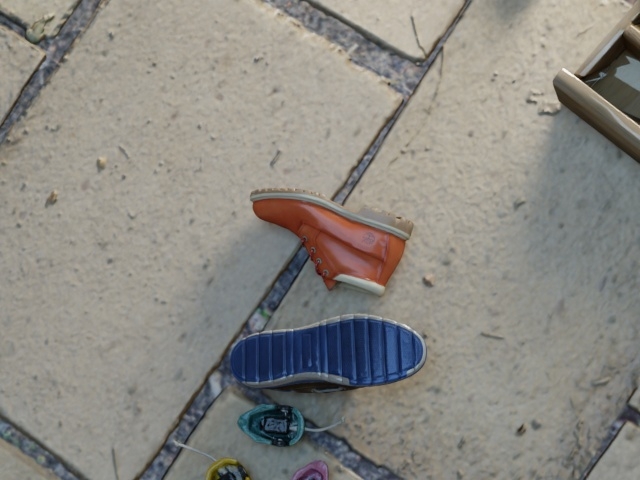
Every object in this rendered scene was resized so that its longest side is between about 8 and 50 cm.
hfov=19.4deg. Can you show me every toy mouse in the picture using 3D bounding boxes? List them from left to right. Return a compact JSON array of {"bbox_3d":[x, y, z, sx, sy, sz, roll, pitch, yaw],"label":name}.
[{"bbox_3d":[-0.031,0.205,1.719,0.143,0.031,0.161,-39,72,2],"label":"toy mouse"}]

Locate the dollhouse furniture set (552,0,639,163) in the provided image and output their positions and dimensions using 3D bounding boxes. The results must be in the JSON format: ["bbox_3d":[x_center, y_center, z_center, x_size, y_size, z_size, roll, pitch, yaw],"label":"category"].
[{"bbox_3d":[0.323,-0.220,1.551,0.362,0.394,0.256,40,88,18],"label":"dollhouse furniture set"}]

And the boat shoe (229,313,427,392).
[{"bbox_3d":[0.013,0.106,1.713,0.183,0.066,0.066,-2,74,18],"label":"boat shoe"}]

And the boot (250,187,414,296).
[{"bbox_3d":[0.000,0.000,1.749,0.158,0.059,0.085,17,86,15],"label":"boot"}]
